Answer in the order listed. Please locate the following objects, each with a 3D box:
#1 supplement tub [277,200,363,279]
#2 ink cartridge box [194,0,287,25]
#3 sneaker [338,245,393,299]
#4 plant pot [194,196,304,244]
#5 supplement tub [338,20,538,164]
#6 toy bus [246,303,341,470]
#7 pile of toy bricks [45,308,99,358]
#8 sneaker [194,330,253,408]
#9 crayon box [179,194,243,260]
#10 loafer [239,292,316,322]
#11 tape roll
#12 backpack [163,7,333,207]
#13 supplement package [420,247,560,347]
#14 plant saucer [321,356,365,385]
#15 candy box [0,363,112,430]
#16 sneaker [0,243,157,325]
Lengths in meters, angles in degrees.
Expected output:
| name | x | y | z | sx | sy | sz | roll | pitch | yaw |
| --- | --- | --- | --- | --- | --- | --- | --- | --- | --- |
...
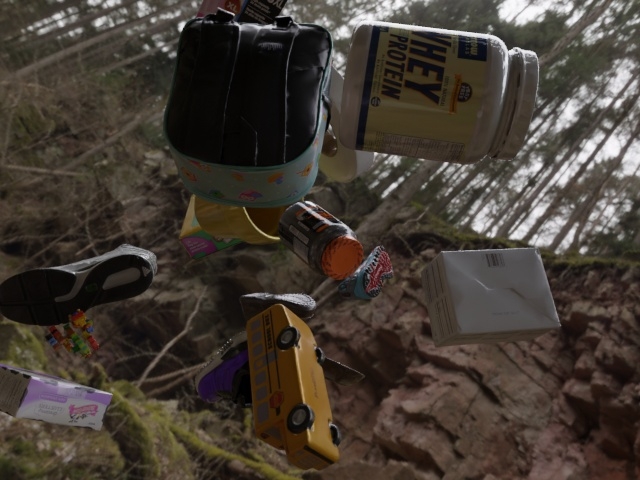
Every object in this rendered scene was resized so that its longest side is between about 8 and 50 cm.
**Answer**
| name | x | y | z | sx | sy | sz | roll | pitch | yaw |
| --- | --- | --- | --- | --- | --- | --- | --- | --- | --- |
| supplement tub | 0.000 | 0.000 | 1.153 | 0.190 | 0.117 | 0.117 | 38 | -31 | 48 |
| ink cartridge box | -0.196 | -0.586 | 1.364 | 0.175 | 0.069 | 0.371 | 25 | -47 | -21 |
| sneaker | 0.126 | 0.095 | 1.598 | 0.125 | 0.262 | 0.104 | -18 | -82 | 28 |
| plant pot | -0.214 | -0.106 | 1.515 | 0.238 | 0.254 | 0.254 | -10 | -64 | 38 |
| supplement tub | 0.208 | -0.268 | 1.017 | 0.324 | 0.236 | 0.235 | 8 | -42 | 3 |
| toy bus | -0.061 | 0.280 | 1.062 | 0.108 | 0.130 | 0.333 | 47 | 19 | -38 |
| pile of toy bricks | -0.652 | 0.274 | 1.469 | 0.105 | 0.118 | 0.212 | 47 | -32 | 6 |
| sneaker | -0.210 | 0.350 | 1.323 | 0.293 | 0.102 | 0.146 | -52 | -125 | 37 |
| crayon box | -0.267 | -0.112 | 1.819 | 0.313 | 0.362 | 0.106 | -99 | 165 | -58 |
| loafer | -0.160 | 0.275 | 2.112 | 0.365 | 0.133 | 0.130 | -1 | -86 | 42 |
| tape roll | 0.008 | -0.350 | 1.591 | 0.392 | 0.072 | 0.392 | 49 | -17 | 20 |
| backpack | -0.073 | -0.123 | 0.565 | 0.165 | 0.189 | 0.144 | 6 | -34 | -4 |
| supplement package | 0.406 | 0.139 | 1.336 | 0.145 | 0.261 | 0.204 | 116 | -30 | -64 |
| plant saucer | -0.035 | 0.320 | 1.448 | 0.310 | 0.050 | 0.310 | 22 | -14 | 6 |
| candy box | -0.508 | 0.280 | 0.989 | 0.196 | 0.070 | 0.165 | 1 | -23 | 36 |
| sneaker | -0.705 | 0.126 | 1.647 | 0.257 | 0.447 | 0.169 | -130 | -152 | -80 |
